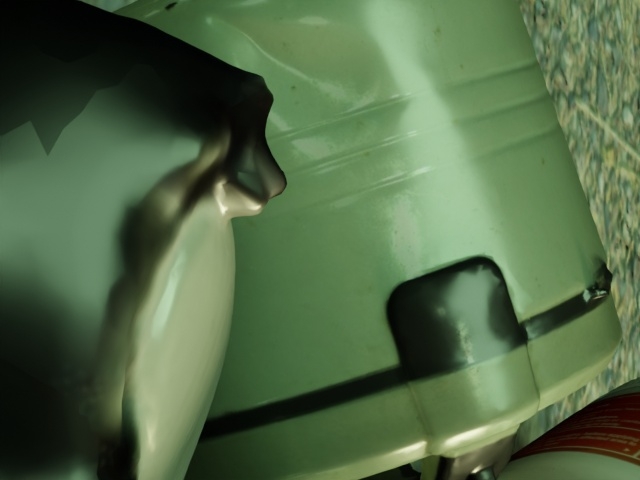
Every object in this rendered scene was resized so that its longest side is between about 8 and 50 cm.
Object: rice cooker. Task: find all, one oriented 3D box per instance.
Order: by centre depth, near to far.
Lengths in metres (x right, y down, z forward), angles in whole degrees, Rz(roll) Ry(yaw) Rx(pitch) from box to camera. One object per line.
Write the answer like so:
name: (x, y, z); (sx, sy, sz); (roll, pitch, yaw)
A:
rice cooker: (0.000, 0.000, 0.606); (0.226, 0.226, 0.244); (-26, 96, -53)

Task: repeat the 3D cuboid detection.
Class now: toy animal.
toy animal: (-0.131, 0.104, 0.392); (0.251, 0.251, 0.309); (31, 60, -42)

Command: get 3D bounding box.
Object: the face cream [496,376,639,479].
face cream: (0.176, 0.186, 0.765); (0.187, 0.201, 0.201); (-19, 93, -53)
